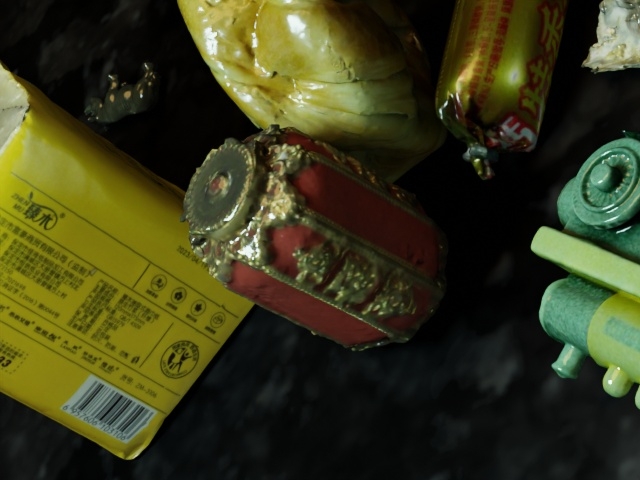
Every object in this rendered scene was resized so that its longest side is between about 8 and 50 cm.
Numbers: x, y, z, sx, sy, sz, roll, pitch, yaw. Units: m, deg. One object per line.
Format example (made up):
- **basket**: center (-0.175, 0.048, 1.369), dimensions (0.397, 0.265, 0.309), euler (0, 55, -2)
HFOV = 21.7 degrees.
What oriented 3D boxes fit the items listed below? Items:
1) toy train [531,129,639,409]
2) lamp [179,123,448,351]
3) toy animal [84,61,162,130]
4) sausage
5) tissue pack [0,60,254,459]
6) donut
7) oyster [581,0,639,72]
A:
- **toy train**: center (0.306, 0.060, 1.366), dimensions (0.369, 0.150, 0.237), euler (27, 89, 53)
- **lamp**: center (0.000, 0.000, 1.614), dimensions (0.177, 0.274, 0.177), euler (-30, 45, 35)
- **toy animal**: center (-0.266, -0.185, 2.214), dimensions (0.136, 0.047, 0.065), euler (-14, 62, 33)
- **sausage**: center (0.185, -0.206, 1.694), dimensions (0.117, 0.125, 0.317), euler (-10, 56, 43)
- **tissue pack**: center (-0.293, 0.023, 1.820), dimensions (0.293, 0.382, 0.228), euler (-52, 40, 3)
- **donut**: center (-0.006, -0.212, 1.731), dimensions (0.170, 0.360, 0.360), euler (-36, 42, 17)
- **oyster**: center (0.325, -0.192, 1.612), dimensions (0.200, 0.061, 0.106), euler (40, 111, 54)
